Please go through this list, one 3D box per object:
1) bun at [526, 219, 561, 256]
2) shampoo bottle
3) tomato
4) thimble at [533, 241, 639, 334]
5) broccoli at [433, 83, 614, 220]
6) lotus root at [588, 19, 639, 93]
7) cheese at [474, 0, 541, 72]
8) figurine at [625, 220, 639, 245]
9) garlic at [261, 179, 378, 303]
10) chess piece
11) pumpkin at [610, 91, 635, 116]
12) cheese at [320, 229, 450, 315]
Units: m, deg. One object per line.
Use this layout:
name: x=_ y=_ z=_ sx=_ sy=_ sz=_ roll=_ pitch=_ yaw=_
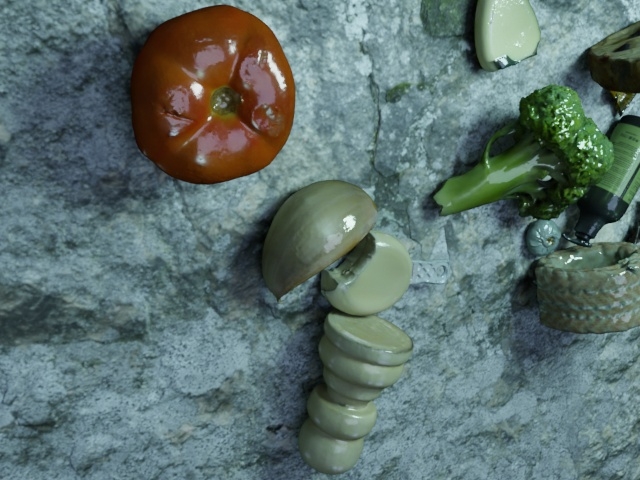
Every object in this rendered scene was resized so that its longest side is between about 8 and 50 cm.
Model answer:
bun: x=0.460 y=-0.005 z=1.590 sx=0.083 sy=0.045 sz=0.083 roll=-8 pitch=112 yaw=-20
shampoo bottle: x=0.599 y=-0.114 z=1.591 sx=0.101 sy=0.101 sz=0.284 roll=26 pitch=94 yaw=-31
tomato: x=-0.162 y=-0.210 z=1.125 sx=0.259 sy=0.180 sz=0.260 roll=-7 pitch=108 yaw=-23
thimble: x=0.564 y=0.091 z=1.584 sx=0.196 sy=0.229 sz=0.148 roll=-37 pitch=120 yaw=-59
broccoli: x=0.395 y=-0.148 z=1.463 sx=0.254 sy=0.186 sz=0.302 roll=27 pitch=137 yaw=-34
lotus root: x=0.600 y=-0.351 z=1.470 sx=0.170 sy=0.261 sz=0.074 roll=-16 pitch=117 yaw=14
cheese: x=0.316 y=-0.432 z=1.367 sx=0.127 sy=0.054 sz=0.251 roll=-26 pitch=116 yaw=-17
figurine: x=0.729 y=-0.013 z=1.693 sx=0.138 sy=0.110 sz=0.245 roll=20 pitch=94 yaw=-21
garlic: x=-0.007 y=-0.002 z=1.319 sx=0.245 sy=0.145 sz=0.164 roll=-43 pitch=152 yaw=-5
chess piece: x=0.044 y=0.292 z=1.425 sx=0.167 sy=0.167 sz=0.300 roll=11 pitch=107 yaw=-29
pumpkin: x=0.620 y=-0.313 z=1.575 sx=0.073 sy=0.035 sz=0.101 roll=34 pitch=89 yaw=-46
cheese: x=0.125 y=0.076 z=1.434 sx=0.249 sy=0.071 sz=0.163 roll=23 pitch=96 yaw=-32
